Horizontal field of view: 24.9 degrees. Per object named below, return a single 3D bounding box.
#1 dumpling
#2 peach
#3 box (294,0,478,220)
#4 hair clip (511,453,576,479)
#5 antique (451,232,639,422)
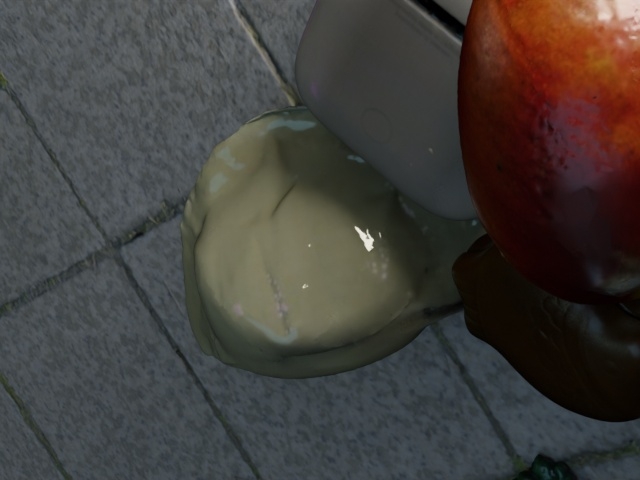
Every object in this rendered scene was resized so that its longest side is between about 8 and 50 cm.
[{"bbox_3d":[0.000,0.000,1.670,0.395,0.233,0.315,-8,107,22],"label":"dumpling"},{"bbox_3d":[0.243,-0.113,1.274,0.281,0.281,0.338,-14,97,47],"label":"peach"},{"bbox_3d":[0.125,-0.199,1.469,0.289,0.141,0.349,42,138,14],"label":"box"},{"bbox_3d":[0.294,0.353,1.783,0.124,0.052,0.195,2,110,31],"label":"hair clip"},{"bbox_3d":[0.270,0.073,1.514,0.278,0.129,0.223,18,137,49],"label":"antique"}]
